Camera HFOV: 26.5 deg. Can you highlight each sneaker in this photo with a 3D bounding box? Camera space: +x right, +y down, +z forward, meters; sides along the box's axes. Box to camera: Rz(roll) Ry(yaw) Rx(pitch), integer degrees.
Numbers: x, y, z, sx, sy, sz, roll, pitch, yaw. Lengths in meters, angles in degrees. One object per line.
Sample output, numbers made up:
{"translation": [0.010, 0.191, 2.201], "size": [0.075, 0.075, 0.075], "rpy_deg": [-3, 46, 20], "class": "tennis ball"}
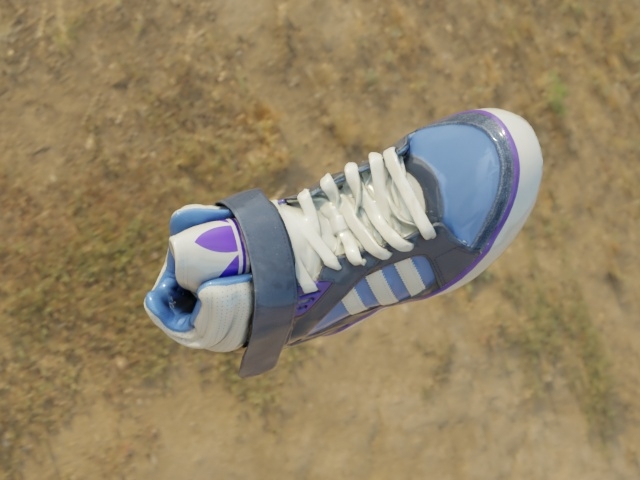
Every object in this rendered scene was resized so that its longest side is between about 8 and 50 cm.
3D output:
{"translation": [0.000, 0.000, 1.097], "size": [0.236, 0.323, 0.130], "rpy_deg": [-2, 65, -46], "class": "sneaker"}
